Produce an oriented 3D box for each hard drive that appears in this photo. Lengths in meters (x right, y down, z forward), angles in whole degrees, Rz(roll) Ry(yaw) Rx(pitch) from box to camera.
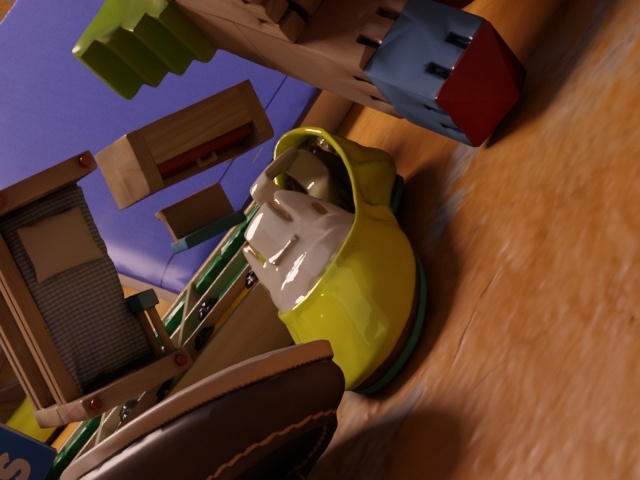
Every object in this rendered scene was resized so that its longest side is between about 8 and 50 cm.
[{"bbox_3d":[-0.141,-0.079,1.254,0.318,0.040,0.210,17,67,38],"label":"hard drive"}]

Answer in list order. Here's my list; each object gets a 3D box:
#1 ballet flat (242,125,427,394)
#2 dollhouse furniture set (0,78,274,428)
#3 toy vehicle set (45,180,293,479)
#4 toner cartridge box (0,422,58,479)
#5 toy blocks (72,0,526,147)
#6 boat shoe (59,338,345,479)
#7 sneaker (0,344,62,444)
[{"bbox_3d":[0.000,0.000,0.855,0.077,0.077,0.231,-51,13,18],"label":"ballet flat"},{"bbox_3d":[-0.092,0.004,0.996,0.183,0.129,0.129,-27,3,-22],"label":"dollhouse furniture set"},{"bbox_3d":[-0.093,0.095,1.046,0.267,0.035,0.166,-51,13,15],"label":"toy vehicle set"},{"bbox_3d":[-0.259,0.204,1.181,0.165,0.075,0.348,-67,10,-15],"label":"toner cartridge box"},{"bbox_3d":[0.056,-0.218,0.918,0.261,0.191,0.381,25,77,41],"label":"toy blocks"},{"bbox_3d":[-0.082,0.146,0.798,0.112,0.095,0.335,-16,-15,-45],"label":"boat shoe"},{"bbox_3d":[-0.303,0.163,1.451,0.300,0.121,0.111,-52,12,13],"label":"sneaker"}]
